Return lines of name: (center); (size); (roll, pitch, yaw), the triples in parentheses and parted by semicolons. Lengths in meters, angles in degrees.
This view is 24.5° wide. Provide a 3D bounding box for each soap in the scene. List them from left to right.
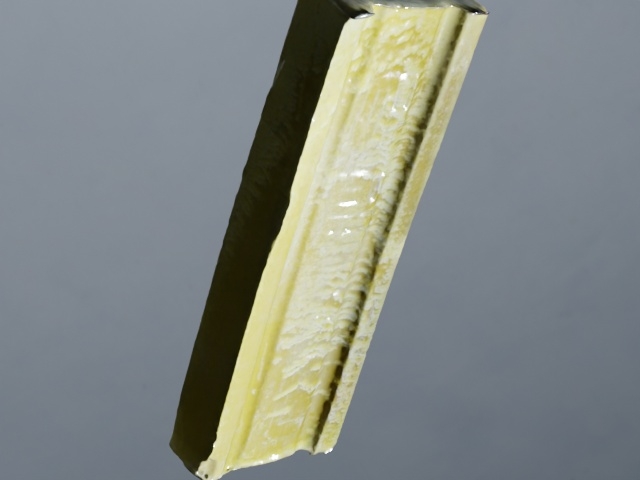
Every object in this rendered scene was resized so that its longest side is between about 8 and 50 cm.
soap: (-0.001, 0.000, 0.691); (0.092, 0.037, 0.252); (-6, 125, -42)
